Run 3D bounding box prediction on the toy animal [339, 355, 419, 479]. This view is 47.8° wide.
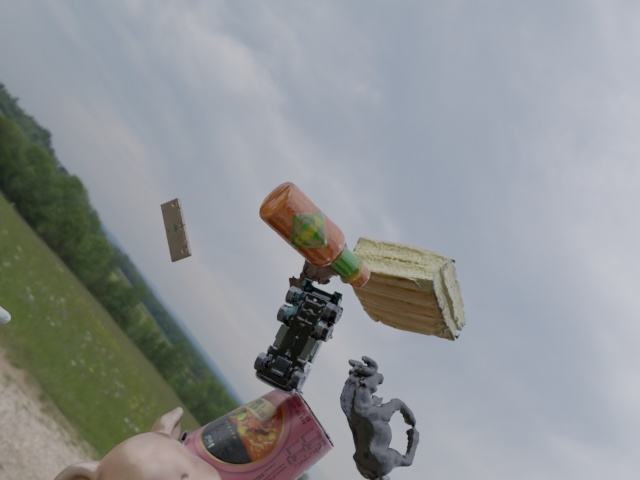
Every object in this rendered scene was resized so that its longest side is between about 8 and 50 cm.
[{"bbox_3d":[0.082,0.303,1.128,0.148,0.084,0.232,18,60,-47],"label":"toy animal"}]

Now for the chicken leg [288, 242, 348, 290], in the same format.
[{"bbox_3d":[-0.014,0.072,1.787,0.113,0.093,0.304,53,-35,10],"label":"chicken leg"}]

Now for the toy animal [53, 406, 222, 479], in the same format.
[{"bbox_3d":[-0.277,0.446,1.182,0.269,0.237,0.326,61,-36,4],"label":"toy animal"}]

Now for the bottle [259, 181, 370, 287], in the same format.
[{"bbox_3d":[0.000,0.000,1.006,0.187,0.069,0.069,42,-9,-27],"label":"bottle"}]

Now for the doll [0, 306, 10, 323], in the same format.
[{"bbox_3d":[-0.563,0.087,1.140,0.113,0.071,0.135,-13,-59,34],"label":"doll"}]

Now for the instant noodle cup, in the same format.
[{"bbox_3d":[-0.120,0.422,1.464,0.244,0.255,0.244,54,-10,14],"label":"instant noodle cup"}]

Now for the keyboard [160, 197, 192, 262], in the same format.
[{"bbox_3d":[-0.347,-0.026,1.744,0.017,0.055,0.166,52,18,-61],"label":"keyboard"}]

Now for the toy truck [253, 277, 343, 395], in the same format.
[{"bbox_3d":[-0.034,0.194,1.400,0.110,0.216,0.116,22,-16,19],"label":"toy truck"}]

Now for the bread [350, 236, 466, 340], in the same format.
[{"bbox_3d":[0.204,0.116,1.662,0.246,0.111,0.239,12,-33,34],"label":"bread"}]
